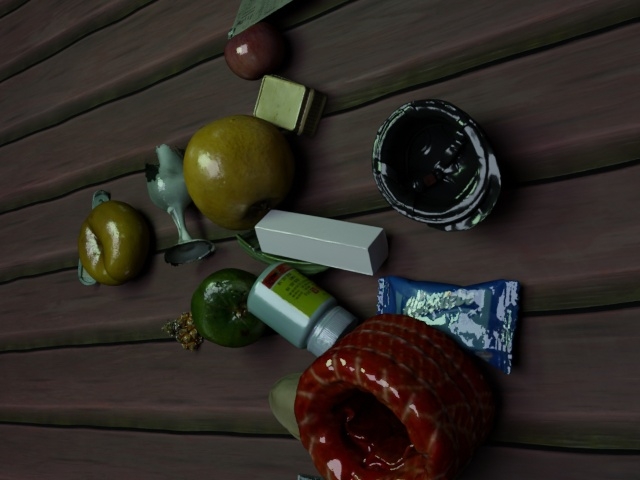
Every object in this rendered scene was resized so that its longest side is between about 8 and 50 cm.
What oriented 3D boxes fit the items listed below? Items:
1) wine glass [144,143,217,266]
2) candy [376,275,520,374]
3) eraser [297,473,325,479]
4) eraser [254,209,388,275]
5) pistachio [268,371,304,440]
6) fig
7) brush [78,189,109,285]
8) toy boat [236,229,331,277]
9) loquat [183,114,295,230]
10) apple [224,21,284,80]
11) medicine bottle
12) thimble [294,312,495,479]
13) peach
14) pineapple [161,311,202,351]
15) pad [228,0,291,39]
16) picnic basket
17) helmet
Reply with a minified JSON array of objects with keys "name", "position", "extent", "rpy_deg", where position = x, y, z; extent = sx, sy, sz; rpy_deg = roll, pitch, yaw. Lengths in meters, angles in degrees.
[{"name":"wine glass","position":[-0.383,-0.098,2.058],"extent":[0.143,0.143,0.321],"rpy_deg":[-35,64,33]},{"name":"candy","position":[0.243,0.163,1.546],"extent":[0.331,0.077,0.187],"rpy_deg":[-2,79,38]},{"name":"eraser","position":[-0.019,0.558,1.771],"extent":[0.099,0.019,0.027],"rpy_deg":[-3,85,39]},{"name":"eraser","position":[0.000,0.001,1.713],"extent":[0.298,0.078,0.076],"rpy_deg":[10,132,31]},{"name":"pistachio","position":[-0.027,0.374,1.728],"extent":[0.223,0.126,0.152],"rpy_deg":[4,55,45]},{"name":"fig","position":[-0.212,0.152,1.899],"extent":[0.203,0.235,0.203],"rpy_deg":[0,102,0]},{"name":"brush","position":[-0.701,-0.010,2.375],"extent":[0.060,0.068,0.296],"rpy_deg":[9,89,62]},{"name":"toy boat","position":[-0.079,0.036,1.817],"extent":[0.293,0.093,0.055],"rpy_deg":[17,115,37]},{"name":"loquat","position":[-0.200,-0.169,1.819],"extent":[0.275,0.275,0.274],"rpy_deg":[-4,84,40]},{"name":"apple","position":[-0.159,-0.460,1.886],"extent":[0.153,0.153,0.120],"rpy_deg":[-20,104,38]},{"name":"medicine bottle","position":[-0.041,0.159,1.711],"extent":[0.225,0.139,0.139],"rpy_deg":[35,110,16]},{"name":"thimble","position":[0.135,0.334,1.478],"extent":[0.350,0.230,0.350],"rpy_deg":[17,118,34]},{"name":"peach","position":[-0.600,0.011,2.225],"extent":[0.251,0.153,0.251],"rpy_deg":[-9,77,46]},{"name":"pineapple","position":[-0.372,0.233,2.051],"extent":[0.077,0.114,0.114],"rpy_deg":[21,97,58]},{"name":"pad","position":[-0.126,-0.606,1.909],"extent":[0.265,0.009,0.159],"rpy_deg":[-19,46,38]},{"name":"picnic basket","position":[-0.074,-0.325,1.845],"extent":[0.164,0.079,0.115],"rpy_deg":[28,106,38]},{"name":"helmet","position":[0.245,-0.147,1.510],"extent":[0.279,0.160,0.230],"rpy_deg":[39,112,20]}]
